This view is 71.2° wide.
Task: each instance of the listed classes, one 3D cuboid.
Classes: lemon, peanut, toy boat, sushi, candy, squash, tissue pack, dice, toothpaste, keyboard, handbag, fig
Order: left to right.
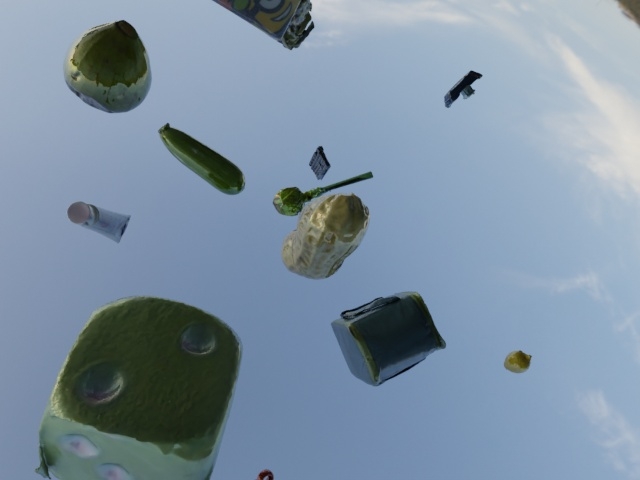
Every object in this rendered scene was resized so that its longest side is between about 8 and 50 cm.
[{"bbox_3d":[-0.627,-0.054,1.299,0.066,0.323,0.100,19,-98,-1],"label":"toothpaste"},{"bbox_3d":[-0.618,-0.519,1.315,0.239,0.271,0.239,23,-144,-18],"label":"fig"},{"bbox_3d":[-0.275,0.260,0.728,0.249,0.252,0.255,15,-141,-9],"label":"dice"},{"bbox_3d":[-0.236,-0.163,0.901,0.201,0.066,0.066,38,-136,-16],"label":"squash"},{"bbox_3d":[-0.107,-0.406,0.710,0.148,0.109,0.060,21,-157,-29],"label":"tissue pack"},{"bbox_3d":[-0.084,-0.556,1.008,0.131,0.139,0.291,42,-176,20],"label":"sushi"},{"bbox_3d":[-0.005,-0.233,1.383,0.023,0.231,0.072,-27,-89,-7],"label":"keyboard"},{"bbox_3d":[0.000,0.000,0.966,0.146,0.305,0.147,11,-123,-17],"label":"peanut"},{"bbox_3d":[0.005,-0.125,1.123,0.261,0.077,0.073,-17,-107,7],"label":"candy"},{"bbox_3d":[0.186,0.277,1.303,0.241,0.263,0.222,-24,-95,-16],"label":"handbag"},{"bbox_3d":[0.247,-0.259,0.767,0.083,0.038,0.038,-44,-101,-3],"label":"toy boat"},{"bbox_3d":[0.585,0.358,1.320,0.065,0.092,0.065,25,-136,-27],"label":"lemon"}]

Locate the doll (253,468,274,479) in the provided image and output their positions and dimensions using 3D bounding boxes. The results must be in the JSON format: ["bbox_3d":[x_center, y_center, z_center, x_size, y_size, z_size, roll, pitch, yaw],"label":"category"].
[{"bbox_3d":[-0.153,0.564,0.771,0.199,0.105,0.337,29,-101,-34],"label":"doll"}]
